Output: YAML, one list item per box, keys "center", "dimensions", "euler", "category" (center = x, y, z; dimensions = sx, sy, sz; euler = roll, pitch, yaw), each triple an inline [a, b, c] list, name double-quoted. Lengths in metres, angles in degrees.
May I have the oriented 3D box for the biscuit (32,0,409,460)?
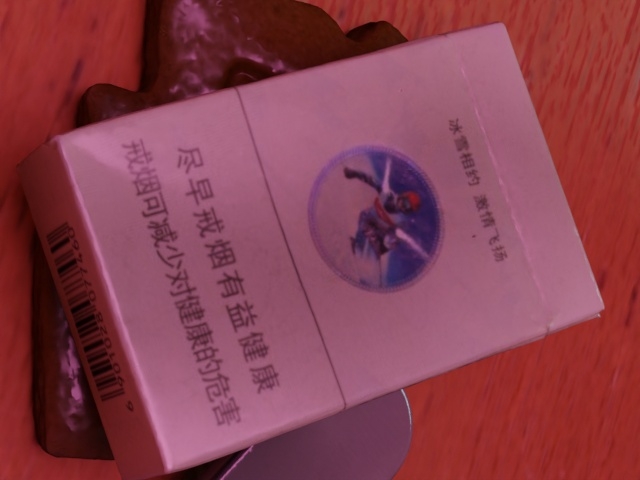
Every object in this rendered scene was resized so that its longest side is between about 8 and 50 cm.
- center: [-0.036, 0.004, 0.860]
  dimensions: [0.278, 0.043, 0.301]
  euler: [45, 68, -20]
  category: "biscuit"

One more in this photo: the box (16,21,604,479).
- center: [0.000, 0.000, 0.805]
  dimensions: [0.256, 0.069, 0.164]
  euler: [-17, 87, -28]
  category: "box"

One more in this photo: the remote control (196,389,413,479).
- center: [-0.041, 0.152, 0.812]
  dimensions: [0.245, 0.022, 0.077]
  euler: [-46, 106, -24]
  category: "remote control"
